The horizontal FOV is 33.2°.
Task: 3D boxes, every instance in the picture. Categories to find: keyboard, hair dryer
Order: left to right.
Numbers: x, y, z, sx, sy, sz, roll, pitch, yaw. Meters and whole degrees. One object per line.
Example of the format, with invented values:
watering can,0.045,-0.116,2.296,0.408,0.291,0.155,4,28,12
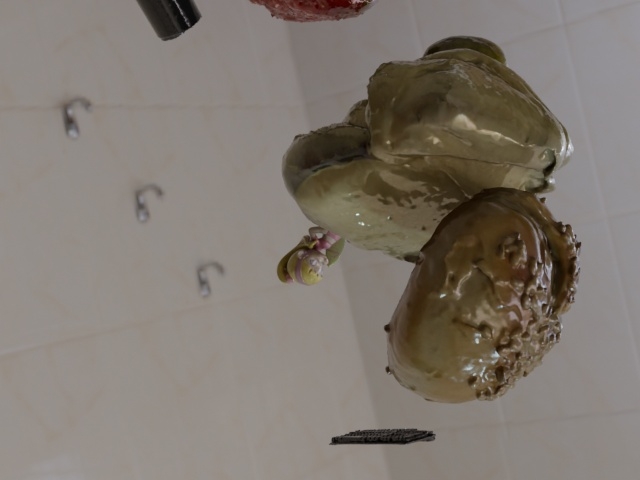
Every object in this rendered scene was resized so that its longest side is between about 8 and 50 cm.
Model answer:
hair dryer,-0.263,-0.476,1.825,0.089,0.197,0.251,-18,-150,21
keyboard,0.103,0.341,1.855,0.072,0.023,0.231,-4,173,-33

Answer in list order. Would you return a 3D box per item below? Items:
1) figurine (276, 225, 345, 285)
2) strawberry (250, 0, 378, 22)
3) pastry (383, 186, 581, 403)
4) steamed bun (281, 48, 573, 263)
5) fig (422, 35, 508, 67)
figurine,0.000,0.000,1.791,0.083,0.187,0.083,32,178,1
strawberry,-0.016,-0.456,1.707,0.257,0.277,0.257,-40,166,-12
pastry,0.211,0.078,1.320,0.184,0.284,0.316,29,-165,15
steamed bun,0.147,-0.131,1.487,0.372,0.230,0.325,-29,138,34
fig,0.221,-0.254,1.669,0.153,0.135,0.121,-21,176,-6
